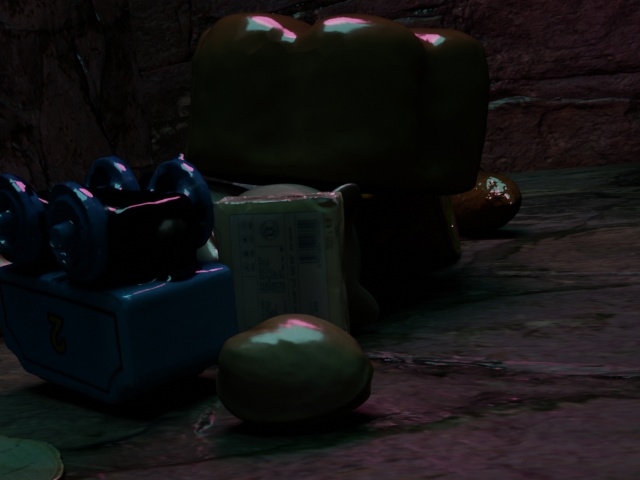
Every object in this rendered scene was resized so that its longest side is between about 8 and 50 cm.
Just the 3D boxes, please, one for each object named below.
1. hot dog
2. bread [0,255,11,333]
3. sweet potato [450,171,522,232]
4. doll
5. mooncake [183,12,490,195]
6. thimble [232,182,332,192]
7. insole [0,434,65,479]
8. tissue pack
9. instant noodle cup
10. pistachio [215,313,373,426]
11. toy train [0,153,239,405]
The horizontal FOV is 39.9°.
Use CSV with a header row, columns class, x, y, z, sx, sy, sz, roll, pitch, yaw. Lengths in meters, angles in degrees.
class,x,y,z,sx,sy,sz,roll,pitch,yaw
hot dog,0.000,0.000,1.458,0.272,0.122,0.196,-7,29,34
bread,-0.591,0.061,1.467,0.270,0.148,0.270,-3,24,1
sweet potato,0.286,-0.071,1.897,0.131,0.130,0.423,-12,2,-31
doll,-0.103,0.021,1.220,0.226,0.214,0.370,-12,11,-32
mooncake,0.019,-0.202,1.349,0.467,0.262,0.467,5,5,0
thimble,-0.076,-0.053,1.756,0.235,0.198,0.143,9,2,-33
insole,-0.346,0.204,0.863,0.119,0.009,0.348,-14,10,-35
tissue pack,-0.042,0.045,1.020,0.148,0.196,0.092,-2,7,9
instant noodle cup,0.129,-0.035,1.602,0.212,0.193,0.193,-15,6,15
pistachio,-0.024,0.123,0.830,0.149,0.113,0.113,3,11,21
toy train,-0.247,0.042,1.008,0.300,0.265,0.188,7,17,44
